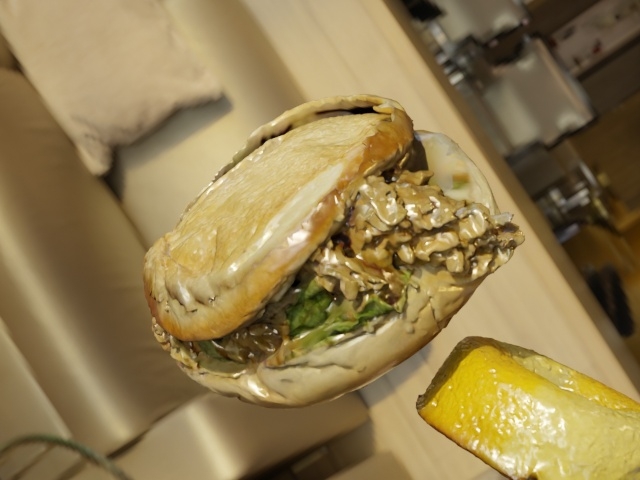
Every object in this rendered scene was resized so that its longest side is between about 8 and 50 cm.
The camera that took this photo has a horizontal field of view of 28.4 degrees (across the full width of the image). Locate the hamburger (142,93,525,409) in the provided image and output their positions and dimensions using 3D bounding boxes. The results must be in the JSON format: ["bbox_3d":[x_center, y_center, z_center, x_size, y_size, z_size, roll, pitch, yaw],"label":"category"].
[{"bbox_3d":[0.000,0.000,0.884,0.146,0.286,0.243,48,39,-25],"label":"hamburger"}]

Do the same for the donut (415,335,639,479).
[{"bbox_3d":[0.159,0.120,0.868,0.178,0.065,0.162,24,12,29],"label":"donut"}]
